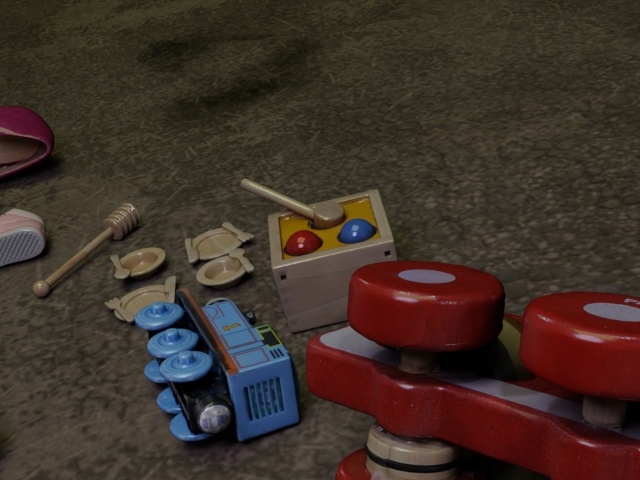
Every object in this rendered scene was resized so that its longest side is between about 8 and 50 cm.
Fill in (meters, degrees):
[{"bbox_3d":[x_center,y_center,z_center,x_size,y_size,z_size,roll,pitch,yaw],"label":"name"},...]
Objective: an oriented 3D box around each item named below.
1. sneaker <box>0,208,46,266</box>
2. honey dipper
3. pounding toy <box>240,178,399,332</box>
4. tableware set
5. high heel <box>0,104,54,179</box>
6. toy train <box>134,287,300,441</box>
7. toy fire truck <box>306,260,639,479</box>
[{"bbox_3d":[-0.381,0.001,1.221,0.134,0.050,0.070,-11,26,0],"label":"sneaker"},{"bbox_3d":[-0.261,0.012,1.167,0.031,0.030,0.160,8,38,36],"label":"honey dipper"},{"bbox_3d":[0.000,0.000,0.986,0.130,0.100,0.141,-13,28,2],"label":"pounding toy"},{"bbox_3d":[-0.144,0.029,1.088,0.169,0.020,0.141,-19,28,-9],"label":"tableware set"},{"bbox_3d":[-0.549,-0.101,1.403,0.377,0.127,0.181,-25,26,-20],"label":"high heel"},{"bbox_3d":[-0.089,0.100,0.876,0.105,0.080,0.184,-13,24,-17],"label":"toy train"},{"bbox_3d":[0.156,0.102,0.696,0.302,0.169,0.254,11,13,39],"label":"toy fire truck"}]
